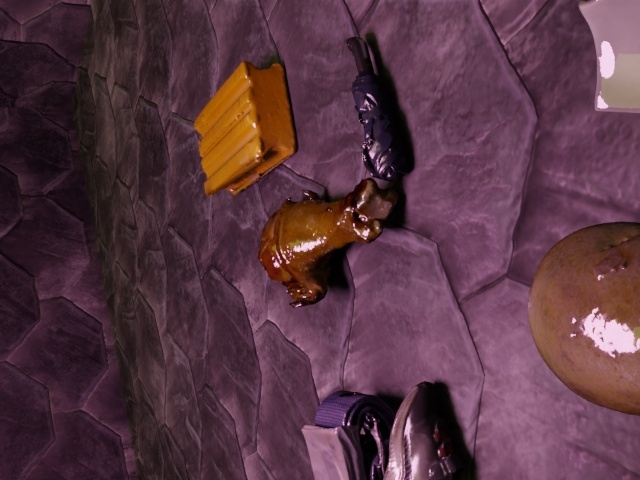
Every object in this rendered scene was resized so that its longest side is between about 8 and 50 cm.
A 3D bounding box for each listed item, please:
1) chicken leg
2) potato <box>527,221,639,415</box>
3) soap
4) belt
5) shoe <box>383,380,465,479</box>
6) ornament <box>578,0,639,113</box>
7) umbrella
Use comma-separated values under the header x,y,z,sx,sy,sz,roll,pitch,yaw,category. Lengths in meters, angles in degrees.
x,y,z,sx,sy,sz,roll,pitch,yaw,category
-0.011,0.012,1.193,0.361,0.140,0.211,177,96,-65,chicken leg
0.297,0.076,0.634,0.174,0.159,0.251,64,168,-15,potato
-0.169,-0.224,1.488,0.324,0.096,0.204,-22,74,61,soap
0.070,0.355,1.097,0.126,0.140,0.230,-11,90,61,belt
0.156,0.321,0.998,0.112,0.099,0.227,11,86,31,shoe
0.294,-0.251,0.620,0.130,0.120,0.285,-6,90,42,ornament
0.078,-0.208,1.072,0.071,0.071,0.248,-31,68,59,umbrella
